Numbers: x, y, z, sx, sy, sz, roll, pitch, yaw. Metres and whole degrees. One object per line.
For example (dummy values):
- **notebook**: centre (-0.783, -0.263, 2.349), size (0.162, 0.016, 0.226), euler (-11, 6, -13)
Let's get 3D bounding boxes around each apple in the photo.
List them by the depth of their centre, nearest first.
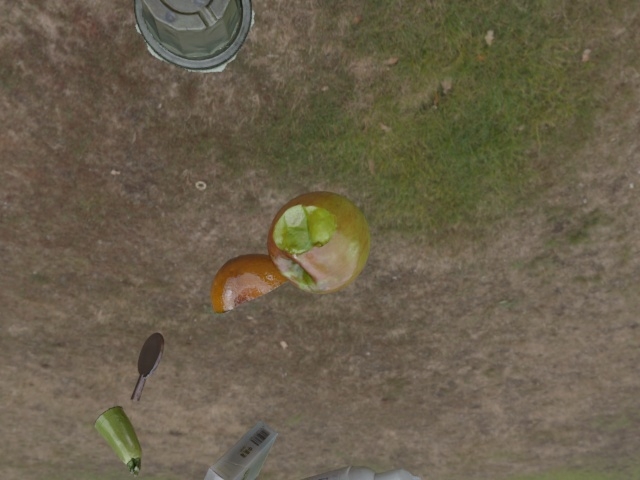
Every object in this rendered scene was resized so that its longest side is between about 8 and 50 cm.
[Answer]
- **apple**: centre (0.000, 0.000, 1.686), size (0.340, 0.339, 0.339), euler (-2, 141, -2)

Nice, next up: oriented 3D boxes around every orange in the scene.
- **orange**: centre (-0.293, 0.177, 2.055), size (0.274, 0.274, 0.310), euler (28, 104, -33)

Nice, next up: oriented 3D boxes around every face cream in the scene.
- **face cream**: centre (0.068, 0.645, 1.301), size (0.370, 0.145, 0.145), euler (-24, 137, 14)

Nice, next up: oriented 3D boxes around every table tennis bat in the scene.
- **table tennis bat**: centre (-0.463, 0.290, 1.243), size (0.119, 0.169, 0.108), euler (29, 156, -37)

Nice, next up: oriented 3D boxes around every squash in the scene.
- **squash**: centre (-0.591, 0.608, 1.546), size (0.094, 0.224, 0.094), euler (-30, 144, -24)

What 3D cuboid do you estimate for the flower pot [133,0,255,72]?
- **flower pot**: centre (-0.281, -0.531, 1.137), size (0.291, 0.259, 0.290), euler (-2, 101, -11)

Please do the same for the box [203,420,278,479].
- **box**: centre (-0.210, 0.576, 1.290), size (0.067, 0.243, 0.155), euler (28, 108, 16)
